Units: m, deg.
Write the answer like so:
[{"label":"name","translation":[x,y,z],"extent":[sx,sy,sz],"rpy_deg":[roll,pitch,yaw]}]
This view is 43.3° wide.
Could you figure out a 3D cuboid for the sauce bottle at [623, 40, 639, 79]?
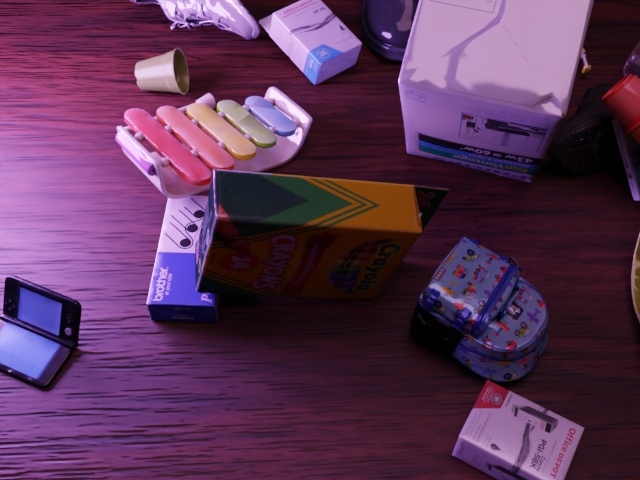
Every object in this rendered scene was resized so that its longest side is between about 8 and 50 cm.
[{"label":"sauce bottle","translation":[0.710,-0.251,1.418],"extent":[0.344,0.111,0.111],"rpy_deg":[38,59,23]}]

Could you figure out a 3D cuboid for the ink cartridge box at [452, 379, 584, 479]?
[{"label":"ink cartridge box","translation":[0.251,0.255,1.022],"extent":[0.135,0.056,0.099],"rpy_deg":[25,53,17]}]

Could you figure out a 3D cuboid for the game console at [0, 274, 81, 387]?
[{"label":"game console","translation":[-0.398,0.121,1.095],"extent":[0.122,0.107,0.071],"rpy_deg":[20,25,12]}]

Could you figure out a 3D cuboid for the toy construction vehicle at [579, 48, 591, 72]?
[{"label":"toy construction vehicle","translation":[0.460,-0.351,1.532],"extent":[0.085,0.035,0.098],"rpy_deg":[-5,52,-6]}]

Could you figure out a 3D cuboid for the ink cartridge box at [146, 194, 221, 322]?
[{"label":"ink cartridge box","translation":[-0.190,0.023,1.196],"extent":[0.097,0.046,0.207],"rpy_deg":[2,51,1]}]

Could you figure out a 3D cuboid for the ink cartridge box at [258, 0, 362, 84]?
[{"label":"ink cartridge box","translation":[-0.022,-0.388,1.501],"extent":[0.104,0.060,0.180],"rpy_deg":[-33,72,-25]}]

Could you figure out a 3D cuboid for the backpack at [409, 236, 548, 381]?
[{"label":"backpack","translation":[0.232,0.100,1.110],"extent":[0.173,0.117,0.158],"rpy_deg":[34,58,19]}]

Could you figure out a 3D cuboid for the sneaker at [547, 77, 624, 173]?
[{"label":"sneaker","translation":[0.484,-0.205,1.388],"extent":[0.286,0.109,0.130],"rpy_deg":[-21,45,-27]}]

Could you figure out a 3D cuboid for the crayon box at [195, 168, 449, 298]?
[{"label":"crayon box","translation":[0.000,0.000,1.095],"extent":[0.318,0.202,0.081],"rpy_deg":[3,59,-15]}]

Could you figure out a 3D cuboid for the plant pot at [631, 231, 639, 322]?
[{"label":"plant pot","translation":[0.636,0.047,1.099],"extent":[0.293,0.275,0.275],"rpy_deg":[15,51,-9]}]

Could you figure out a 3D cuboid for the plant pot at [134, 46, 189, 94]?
[{"label":"plant pot","translation":[-0.285,-0.297,1.437],"extent":[0.079,0.083,0.083],"rpy_deg":[-5,51,9]}]

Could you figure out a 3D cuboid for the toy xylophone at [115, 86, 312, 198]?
[{"label":"toy xylophone","translation":[-0.187,-0.173,1.302],"extent":[0.236,0.081,0.322],"rpy_deg":[36,44,25]}]

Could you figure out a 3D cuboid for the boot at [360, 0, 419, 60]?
[{"label":"boot","translation":[0.157,-0.610,1.464],"extent":[0.146,0.445,0.367],"rpy_deg":[2,51,-1]}]

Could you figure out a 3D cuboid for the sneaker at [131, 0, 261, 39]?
[{"label":"sneaker","translation":[-0.242,-0.448,1.563],"extent":[0.281,0.105,0.115],"rpy_deg":[31,91,14]}]

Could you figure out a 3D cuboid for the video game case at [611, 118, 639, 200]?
[{"label":"video game case","translation":[0.557,-0.163,1.333],"extent":[0.157,0.143,0.019],"rpy_deg":[-29,17,-23]}]

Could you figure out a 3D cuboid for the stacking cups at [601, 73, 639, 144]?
[{"label":"stacking cups","translation":[0.565,-0.124,1.237],"extent":[0.316,0.096,0.096],"rpy_deg":[45,59,-1]}]

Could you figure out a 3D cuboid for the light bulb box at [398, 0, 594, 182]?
[{"label":"light bulb box","translation":[0.272,-0.313,1.210],"extent":[0.225,0.361,0.358],"rpy_deg":[15,83,10]}]
